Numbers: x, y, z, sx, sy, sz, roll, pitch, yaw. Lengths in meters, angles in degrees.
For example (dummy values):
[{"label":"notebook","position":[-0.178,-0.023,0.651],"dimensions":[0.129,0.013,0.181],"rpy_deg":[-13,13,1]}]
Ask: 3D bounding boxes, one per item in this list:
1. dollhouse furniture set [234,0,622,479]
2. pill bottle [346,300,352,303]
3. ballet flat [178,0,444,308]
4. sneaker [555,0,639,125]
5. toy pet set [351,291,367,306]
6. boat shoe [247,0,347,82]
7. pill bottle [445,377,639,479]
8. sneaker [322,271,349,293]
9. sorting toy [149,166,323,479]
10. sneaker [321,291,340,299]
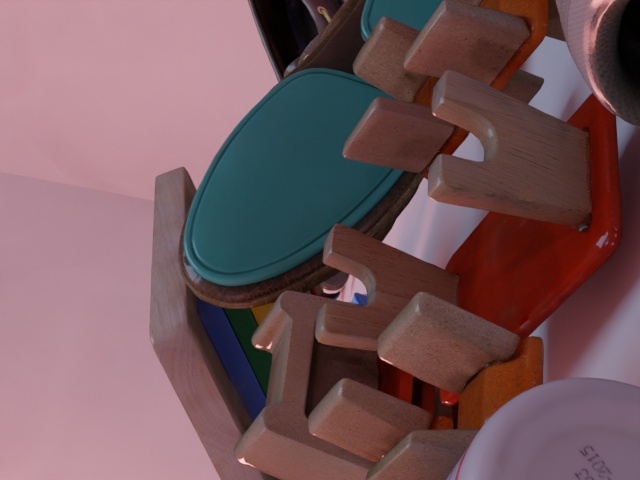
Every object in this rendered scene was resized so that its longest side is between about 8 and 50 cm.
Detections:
[{"label":"dollhouse furniture set","position":[0.066,0.034,0.608],"dimensions":[0.259,0.135,0.262],"rpy_deg":[126,157,-52]},{"label":"pill bottle","position":[0.030,0.089,1.176],"dimensions":[0.083,0.043,0.043],"rpy_deg":[-88,10,-58]},{"label":"ballet flat","position":[0.034,-0.082,0.809],"dimensions":[0.342,0.116,0.124],"rpy_deg":[-61,-20,-21]},{"label":"sneaker","position":[0.123,-0.120,0.333],"dimensions":[0.271,0.100,0.108],"rpy_deg":[103,162,-69]},{"label":"toy pet set","position":[0.046,0.073,1.070],"dimensions":[0.114,0.065,0.122],"rpy_deg":[26,-105,-59]},{"label":"boat shoe","position":[0.004,-0.159,1.256],"dimensions":[0.109,0.091,0.305],"rpy_deg":[-60,39,43]},{"label":"pill bottle","position":[0.067,0.115,0.417],"dimensions":[0.160,0.087,0.087],"rpy_deg":[107,172,-56]},{"label":"sneaker","position":[0.021,-0.021,1.456],"dimensions":[0.065,0.061,0.158],"rpy_deg":[154,126,-76]},{"label":"sorting toy","position":[-0.022,0.094,0.894],"dimensions":[0.257,0.089,0.255],"rpy_deg":[-105,-8,-65]},{"label":"sneaker","position":[0.000,0.000,1.582],"dimensions":[0.078,0.067,0.188],"rpy_deg":[97,-177,-48]}]
